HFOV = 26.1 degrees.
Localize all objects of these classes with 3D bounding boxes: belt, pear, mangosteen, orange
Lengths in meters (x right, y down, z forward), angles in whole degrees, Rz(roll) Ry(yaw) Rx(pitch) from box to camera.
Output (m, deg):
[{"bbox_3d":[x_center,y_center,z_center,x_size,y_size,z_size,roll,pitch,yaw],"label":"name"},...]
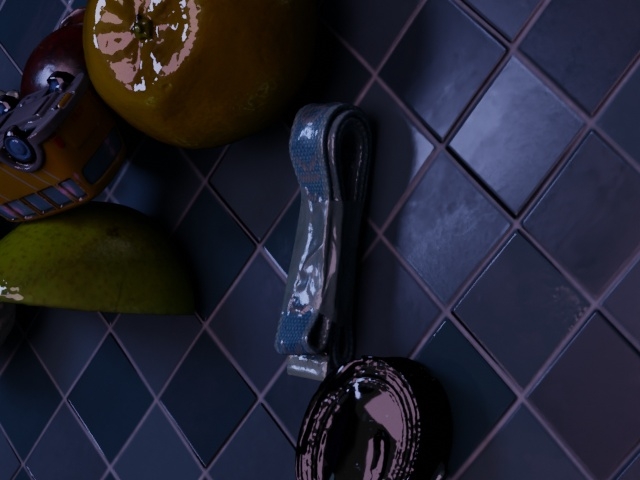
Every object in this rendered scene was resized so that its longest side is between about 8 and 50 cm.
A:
[{"bbox_3d":[0.055,0.219,1.439,0.151,0.078,0.198,29,102,34],"label":"belt"},{"bbox_3d":[-0.324,0.025,1.673,0.288,0.239,0.139,4,98,43],"label":"pear"},{"bbox_3d":[-0.288,-0.196,1.725,0.200,0.200,0.200,-5,83,40],"label":"mangosteen"},{"bbox_3d":[0.000,0.000,1.499,0.072,0.087,0.302,5,89,37],"label":"belt"},{"bbox_3d":[-0.138,-0.239,1.544,0.279,0.235,0.279,0,89,38],"label":"orange"}]

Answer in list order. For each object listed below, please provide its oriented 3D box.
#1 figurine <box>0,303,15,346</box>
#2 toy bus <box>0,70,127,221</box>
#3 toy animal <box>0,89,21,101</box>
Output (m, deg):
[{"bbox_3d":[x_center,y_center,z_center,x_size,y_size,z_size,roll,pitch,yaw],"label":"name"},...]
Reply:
[{"bbox_3d":[-0.510,0.009,1.858,0.185,0.204,0.332,-14,79,10],"label":"figurine"},{"bbox_3d":[-0.326,-0.098,1.606,0.209,0.136,0.126,-15,35,39],"label":"toy bus"},{"bbox_3d":[-0.403,-0.141,1.826,0.090,0.170,0.255,-21,61,-6],"label":"toy animal"}]
